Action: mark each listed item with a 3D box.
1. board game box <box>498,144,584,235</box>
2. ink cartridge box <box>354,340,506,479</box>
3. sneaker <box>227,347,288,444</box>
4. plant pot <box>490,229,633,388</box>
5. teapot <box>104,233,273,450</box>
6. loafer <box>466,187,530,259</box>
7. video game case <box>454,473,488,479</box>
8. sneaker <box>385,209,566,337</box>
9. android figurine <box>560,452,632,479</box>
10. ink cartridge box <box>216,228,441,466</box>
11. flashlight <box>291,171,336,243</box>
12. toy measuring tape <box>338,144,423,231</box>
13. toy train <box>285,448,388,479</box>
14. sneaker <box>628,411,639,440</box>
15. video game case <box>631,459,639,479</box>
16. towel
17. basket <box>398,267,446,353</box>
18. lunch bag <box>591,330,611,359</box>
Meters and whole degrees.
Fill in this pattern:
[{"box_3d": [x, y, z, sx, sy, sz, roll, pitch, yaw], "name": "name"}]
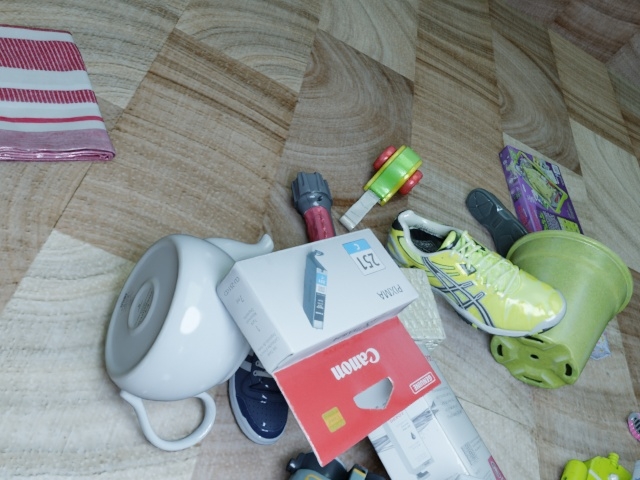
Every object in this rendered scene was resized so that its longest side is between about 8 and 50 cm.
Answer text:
[{"box_3d": [0.638, -0.110, 1.743, 0.208, 0.056, 0.347, 20, 47, -25], "name": "board game box"}, {"box_3d": [0.172, 0.314, 0.982, 0.283, 0.117, 0.207, 60, 15, 21], "name": "ink cartridge box"}, {"box_3d": [-0.071, 0.166, 0.967, 0.099, 0.153, 0.282, 17, 48, -25], "name": "sneaker"}, {"box_3d": [0.491, 0.163, 1.295, 0.276, 0.276, 0.254, 38, 55, -2], "name": "plant pot"}, {"box_3d": [-0.181, 0.129, 0.886, 0.187, 0.256, 0.253, 28, 29, -34], "name": "teapot"}, {"box_3d": [0.478, -0.027, 1.538, 0.084, 0.096, 0.268, -8, 59, -44], "name": "loafer"}, {"box_3d": [0.207, 0.455, 0.844, 0.203, 0.285, 0.025, 21, 19, -18], "name": "video game case"}, {"box_3d": [0.290, 0.065, 1.198, 0.384, 0.147, 0.145, 24, 65, 24], "name": "sneaker"}, {"box_3d": [0.560, 0.533, 1.169, 0.248, 0.056, 0.273, 45, 46, 6], "name": "android figurine"}, {"box_3d": [0.040, 0.122, 0.840, 0.296, 0.066, 0.261, -15, 65, -49], "name": "ink cartridge box"}, {"box_3d": [0.000, 0.000, 1.189, 0.103, 0.103, 0.304, 5, 55, -27], "name": "flashlight"}, {"box_3d": [0.153, -0.137, 1.390, 0.121, 0.121, 0.330, 43, 44, 3], "name": "toy measuring tape"}, {"box_3d": [-0.009, 0.439, 0.813, 0.190, 0.142, 0.334, 30, 44, 3], "name": "toy train"}, {"box_3d": [0.745, 0.441, 1.379, 0.119, 0.047, 0.057, 58, 27, 15], "name": "sneaker"}, {"box_3d": [0.648, 0.628, 1.100, 0.329, 0.036, 0.300, 52, 47, -7], "name": "video game case"}, {"box_3d": [-0.530, -0.277, 1.104, 0.236, 0.037, 0.329, -6, 60, -38], "name": "towel"}, {"box_3d": [0.155, 0.141, 1.170, 0.113, 0.103, 0.167, 4, 54, -25], "name": "basket"}, {"box_3d": [0.651, 0.238, 1.467, 0.083, 0.053, 0.071, 29, 46, -24], "name": "lunch bag"}]
